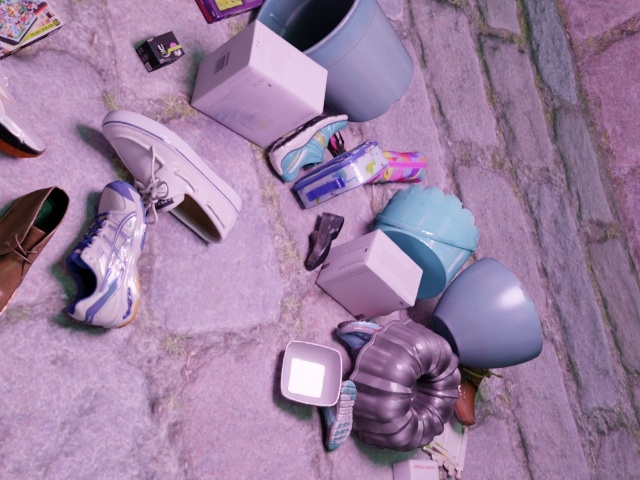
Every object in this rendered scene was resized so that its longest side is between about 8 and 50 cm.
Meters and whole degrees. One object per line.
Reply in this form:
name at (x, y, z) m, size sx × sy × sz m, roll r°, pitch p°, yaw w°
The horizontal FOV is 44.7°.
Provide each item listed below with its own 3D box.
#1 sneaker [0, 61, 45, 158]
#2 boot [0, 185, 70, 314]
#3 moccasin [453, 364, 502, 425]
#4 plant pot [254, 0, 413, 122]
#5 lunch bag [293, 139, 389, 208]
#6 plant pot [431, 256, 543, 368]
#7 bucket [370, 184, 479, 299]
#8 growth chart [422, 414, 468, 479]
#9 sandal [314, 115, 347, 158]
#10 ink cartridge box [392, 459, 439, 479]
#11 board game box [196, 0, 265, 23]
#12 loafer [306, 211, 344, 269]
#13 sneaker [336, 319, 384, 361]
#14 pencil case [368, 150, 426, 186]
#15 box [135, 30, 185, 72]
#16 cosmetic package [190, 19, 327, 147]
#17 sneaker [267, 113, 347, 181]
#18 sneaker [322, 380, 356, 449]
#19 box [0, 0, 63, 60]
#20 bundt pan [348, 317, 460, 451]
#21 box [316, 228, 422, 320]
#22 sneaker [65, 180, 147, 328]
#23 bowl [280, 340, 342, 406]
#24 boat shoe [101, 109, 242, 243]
sneaker at (-0.593, -0.265, 1.417) m, size 0.262 × 0.099 × 0.121 m, roll 45°, pitch 56°, yaw -24°
boot at (-0.539, 0.020, 1.355) m, size 0.112 × 0.115 × 0.305 m, roll 42°, pitch 49°, yaw -28°
moccasin at (0.428, 0.330, 2.171) m, size 0.139 × 0.146 × 0.380 m, roll 63°, pitch 32°, yaw -45°
plant pot at (0.056, -0.501, 2.021) m, size 0.334 × 0.341 × 0.341 m, roll 38°, pitch 49°, yaw -44°
lunch bag at (0.050, -0.162, 1.946) m, size 0.176 × 0.219 × 0.090 m, roll -39°, pitch 101°, yaw -46°
plant pot at (0.401, 0.212, 2.004) m, size 0.195 × 0.290 × 0.290 m, roll -23°, pitch 91°, yaw -14°
bucket at (0.260, 0.008, 2.061) m, size 0.281 × 0.281 × 0.183 m, roll 51°, pitch 50°, yaw -18°
growth chart at (0.322, 0.517, 2.090) m, size 0.237 × 0.021 × 0.172 m, roll 46°, pitch 47°, yaw -22°
sandal at (0.042, -0.268, 2.113) m, size 0.179 × 0.040 × 0.067 m, roll 54°, pitch 46°, yaw -15°
ink cartridge box at (0.241, 0.625, 1.932) m, size 0.109 × 0.063 × 0.151 m, roll 16°, pitch 62°, yaw -40°
board game box at (-0.217, -0.697, 2.025) m, size 0.347 × 0.056 × 0.208 m, roll -36°, pitch 104°, yaw -47°
loafer at (0.000, 0.000, 1.960) m, size 0.061 × 0.062 × 0.170 m, roll 24°, pitch 56°, yaw 10°
sneaker at (0.138, 0.290, 1.937) m, size 0.262 × 0.104 × 0.125 m, roll 36°, pitch 53°, yaw -29°
pencil case at (0.206, -0.209, 2.214) m, size 0.236 × 0.104 × 0.104 m, roll -7°, pitch 79°, yaw -47°
box at (-0.361, -0.427, 1.762) m, size 0.083 × 0.052 × 0.062 m, roll -40°, pitch 103°, yaw -45°
cosmetic package at (-0.143, -0.358, 1.827) m, size 0.224 × 0.224 × 0.138 m, roll 27°, pitch 56°, yaw -35°
sneaker at (-0.027, -0.245, 2.001) m, size 0.275 × 0.107 × 0.110 m, roll -39°, pitch 115°, yaw -34°
sneaker at (0.033, 0.400, 1.816) m, size 0.065 × 0.076 × 0.167 m, roll 11°, pitch 91°, yaw -47°
box at (-0.614, -0.424, 1.516) m, size 0.114 × 0.036 × 0.207 m, roll 54°, pitch 44°, yaw -14°
bundt pan at (0.223, 0.363, 1.891) m, size 0.330 × 0.124 × 0.331 m, roll -9°, pitch 104°, yaw -41°
box at (0.123, 0.091, 1.944) m, size 0.182 × 0.181 × 0.119 m, roll 42°, pitch 48°, yaw -26°
sneaker at (-0.414, 0.016, 1.485) m, size 0.131 × 0.112 × 0.297 m, roll 14°, pitch 64°, yaw -41°
bowl at (-0.026, 0.310, 1.774) m, size 0.142 × 0.053 × 0.142 m, roll 14°, pitch 60°, yaw -13°
boat shoe at (-0.324, -0.108, 1.626) m, size 0.367 × 0.135 × 0.157 m, roll 44°, pitch 50°, yaw -37°
